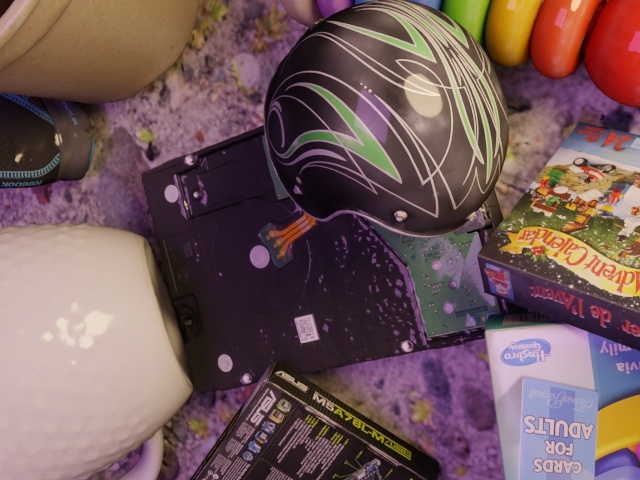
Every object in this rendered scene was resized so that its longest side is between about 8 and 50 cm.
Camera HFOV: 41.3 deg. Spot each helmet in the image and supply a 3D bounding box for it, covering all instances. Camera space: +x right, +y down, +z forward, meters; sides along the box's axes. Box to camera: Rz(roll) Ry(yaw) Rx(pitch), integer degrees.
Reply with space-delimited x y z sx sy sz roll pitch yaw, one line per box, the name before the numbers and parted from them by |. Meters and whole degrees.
helmet | 0.053 -0.087 0.613 0.162 0.169 0.169 4 98 50

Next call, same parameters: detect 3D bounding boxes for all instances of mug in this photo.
mug | -0.296 0.161 0.855 0.328 0.276 0.374 -18 124 -6

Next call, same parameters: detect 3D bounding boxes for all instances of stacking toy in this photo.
stacking toy | 0.133 -0.191 0.657 0.330 0.141 0.141 25 107 21

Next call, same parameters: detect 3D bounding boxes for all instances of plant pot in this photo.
plant pot | -0.269 -0.256 0.752 0.334 0.305 0.333 -1 87 18

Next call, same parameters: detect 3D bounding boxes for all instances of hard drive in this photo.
hard drive | 0.000 0.000 0.790 0.339 0.064 0.236 -17 87 31

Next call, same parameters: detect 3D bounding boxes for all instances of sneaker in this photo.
sneaker | -0.390 -0.196 0.935 0.341 0.140 0.125 49 133 18

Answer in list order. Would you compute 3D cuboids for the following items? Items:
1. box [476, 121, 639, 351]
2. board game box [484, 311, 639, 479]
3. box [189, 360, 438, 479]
box | 0.249 0.006 0.579 0.233 0.159 0.044 21 146 35
board game box | 0.269 0.211 0.616 0.254 0.079 0.335 -8 92 15
box | -0.017 0.235 0.801 0.184 0.045 0.190 31 113 -5
